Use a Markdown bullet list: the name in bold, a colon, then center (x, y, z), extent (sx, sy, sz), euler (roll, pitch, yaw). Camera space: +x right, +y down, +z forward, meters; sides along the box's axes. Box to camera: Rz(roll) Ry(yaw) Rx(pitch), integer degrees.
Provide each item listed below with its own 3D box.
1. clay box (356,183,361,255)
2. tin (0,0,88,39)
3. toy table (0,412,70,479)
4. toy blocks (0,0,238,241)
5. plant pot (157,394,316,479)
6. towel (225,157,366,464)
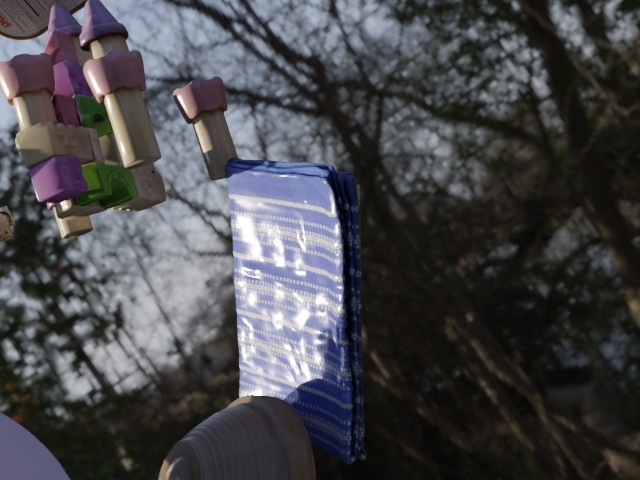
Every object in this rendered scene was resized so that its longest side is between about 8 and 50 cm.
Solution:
- **clay box**: center (0.000, 0.000, 1.870), extent (0.128, 0.053, 0.222), euler (-2, -36, 2)
- **tin**: center (-0.353, -0.328, 1.536), extent (0.190, 0.106, 0.040), euler (-28, 29, 17)
- **toy table**: center (-0.490, 0.389, 1.776), extent (0.252, 0.274, 0.161), euler (5, -53, -49)
- **toy blocks**: center (-0.302, -0.162, 1.438), extent (0.309, 0.260, 0.288), euler (-21, -7, 18)
- **plant pot**: center (-0.111, 0.289, 1.355), extent (0.110, 0.237, 0.237), euler (11, -31, -32)
- **towel**: center (-0.037, 0.073, 1.399), extent (0.040, 0.335, 0.243), euler (-9, 11, -36)
